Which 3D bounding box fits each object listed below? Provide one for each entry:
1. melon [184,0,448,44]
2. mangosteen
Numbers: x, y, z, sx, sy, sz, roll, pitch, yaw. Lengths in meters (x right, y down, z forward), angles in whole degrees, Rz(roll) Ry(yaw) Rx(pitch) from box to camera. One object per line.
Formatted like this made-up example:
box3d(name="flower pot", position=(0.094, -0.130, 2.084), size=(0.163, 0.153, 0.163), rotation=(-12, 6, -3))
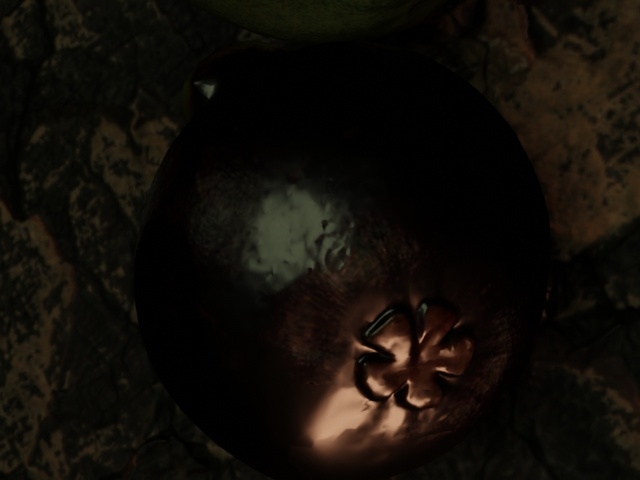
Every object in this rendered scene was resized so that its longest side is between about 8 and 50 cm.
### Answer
box3d(name="melon", position=(-0.035, -0.265, 1.016), size=(0.329, 0.248, 0.248), rotation=(42, 104, 20))
box3d(name="mangosteen", position=(0.000, 0.000, 0.987), size=(0.275, 0.275, 0.302), rotation=(-58, 36, 10))
